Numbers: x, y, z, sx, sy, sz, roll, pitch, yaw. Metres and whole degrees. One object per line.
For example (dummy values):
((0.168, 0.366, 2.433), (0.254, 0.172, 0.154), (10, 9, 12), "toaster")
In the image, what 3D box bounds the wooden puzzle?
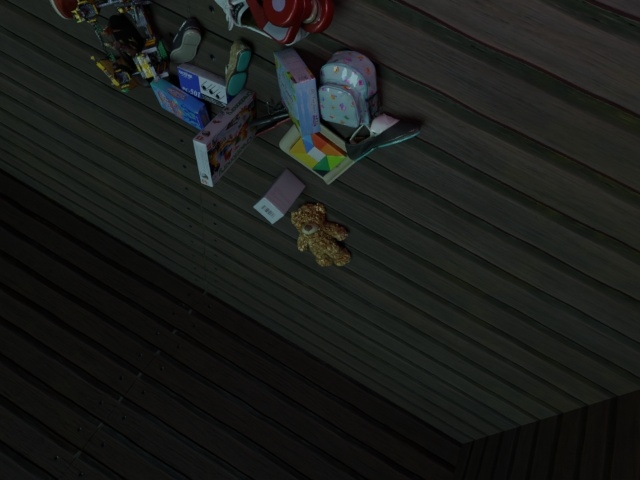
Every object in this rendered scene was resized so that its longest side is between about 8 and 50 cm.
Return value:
((-0.012, -0.309, 1.501), (0.238, 0.044, 0.221), (38, 147, -13), "wooden puzzle")

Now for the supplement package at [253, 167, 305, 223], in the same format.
((-0.158, -0.172, 1.682), (0.105, 0.179, 0.105), (42, 145, -13), "supplement package")

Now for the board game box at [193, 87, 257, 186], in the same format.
((-0.314, -0.352, 1.474), (0.053, 0.305, 0.193), (24, 146, 10), "board game box")

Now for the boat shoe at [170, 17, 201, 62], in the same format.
((-0.450, -0.661, 1.439), (0.206, 0.075, 0.065), (-15, 81, 55), "boat shoe")

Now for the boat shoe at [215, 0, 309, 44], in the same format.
((-0.207, -0.631, 1.167), (0.366, 0.157, 0.136), (32, 146, 1), "boat shoe")

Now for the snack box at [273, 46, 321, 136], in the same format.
((-0.069, -0.438, 1.272), (0.175, 0.070, 0.207), (83, 164, -50), "snack box")

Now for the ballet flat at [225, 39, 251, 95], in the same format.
((-0.273, -0.564, 1.405), (0.067, 0.073, 0.206), (59, 145, 11), "ballet flat")

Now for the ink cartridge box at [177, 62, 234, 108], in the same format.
((-0.405, -0.548, 1.536), (0.207, 0.046, 0.097), (26, 145, 12), "ink cartridge box")

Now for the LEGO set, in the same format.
((-0.636, -0.643, 1.406), (0.254, 0.192, 0.332), (-12, 130, -8), "LEGO set")

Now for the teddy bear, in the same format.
((0.000, 0.000, 1.832), (0.244, 0.113, 0.338), (14, 142, 23), "teddy bear")

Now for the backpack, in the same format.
((0.074, -0.422, 1.213), (0.165, 0.144, 0.189), (23, 142, 25), "backpack")

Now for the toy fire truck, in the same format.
((-0.079, -0.643, 1.011), (0.254, 0.169, 0.302), (43, 126, 15), "toy fire truck")

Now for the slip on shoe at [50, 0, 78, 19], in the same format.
((-0.824, -0.863, 1.433), (0.101, 0.123, 0.331), (36, 142, -11), "slip on shoe")

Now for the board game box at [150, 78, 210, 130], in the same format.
((-0.524, -0.512, 1.639), (0.210, 0.047, 0.160), (32, 166, 4), "board game box")

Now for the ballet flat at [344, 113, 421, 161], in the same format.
((0.170, -0.319, 1.310), (0.280, 0.095, 0.096), (-15, 112, 49), "ballet flat")

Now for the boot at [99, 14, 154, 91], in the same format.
((-0.753, -0.695, 1.636), (0.280, 0.096, 0.264), (13, 149, 40), "boot")

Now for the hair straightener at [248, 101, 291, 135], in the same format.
((-0.154, -0.424, 1.456), (0.230, 0.047, 0.089), (-10, 132, 34), "hair straightener")
